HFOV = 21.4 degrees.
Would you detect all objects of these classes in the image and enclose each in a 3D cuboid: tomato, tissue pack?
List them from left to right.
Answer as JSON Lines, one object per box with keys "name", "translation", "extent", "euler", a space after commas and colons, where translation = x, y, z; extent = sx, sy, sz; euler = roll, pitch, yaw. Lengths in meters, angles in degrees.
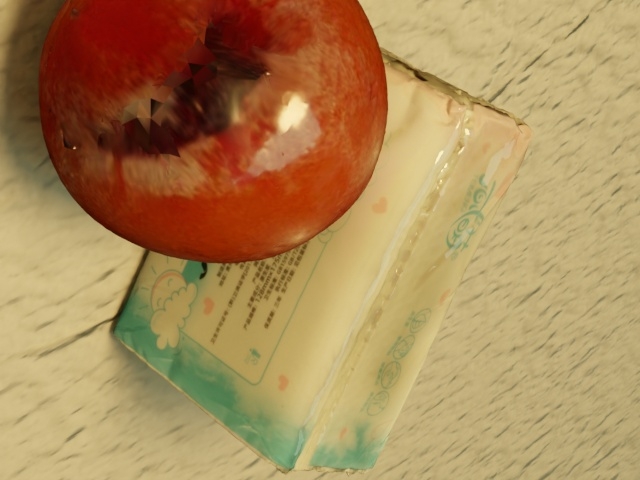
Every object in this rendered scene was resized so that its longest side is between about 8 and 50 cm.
{"name": "tomato", "translation": [-0.066, -0.088, 1.012], "extent": [0.184, 0.208, 0.208], "euler": [1, 115, -65]}
{"name": "tissue pack", "translation": [-0.002, -0.001, 1.154], "extent": [0.124, 0.201, 0.271], "euler": [10, 108, -55]}
